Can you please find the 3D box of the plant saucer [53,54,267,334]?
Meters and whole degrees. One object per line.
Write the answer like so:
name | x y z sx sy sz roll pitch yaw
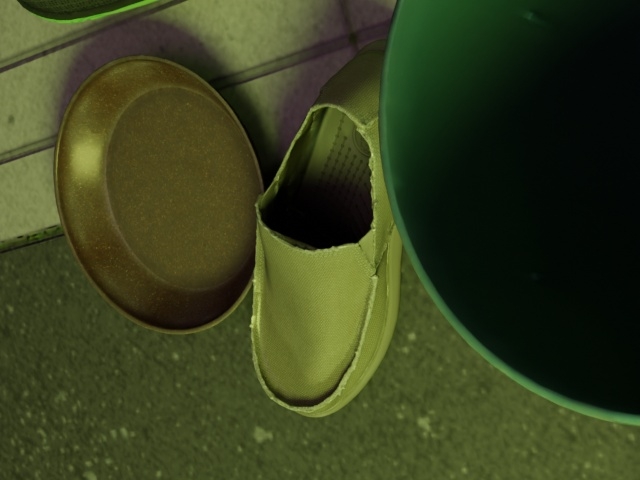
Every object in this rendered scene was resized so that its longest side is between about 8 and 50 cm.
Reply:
plant saucer | -0.106 -0.034 1.199 0.198 0.036 0.199 11 109 34

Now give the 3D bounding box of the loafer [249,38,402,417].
loafer | 0.000 0.000 1.089 0.102 0.092 0.268 28 119 29

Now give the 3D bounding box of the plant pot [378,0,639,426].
plant pot | 0.213 -0.053 0.795 0.293 0.235 0.293 -7 78 35

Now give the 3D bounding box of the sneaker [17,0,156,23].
sneaker | -0.067 -0.293 0.992 0.483 0.202 0.185 -36 79 38
